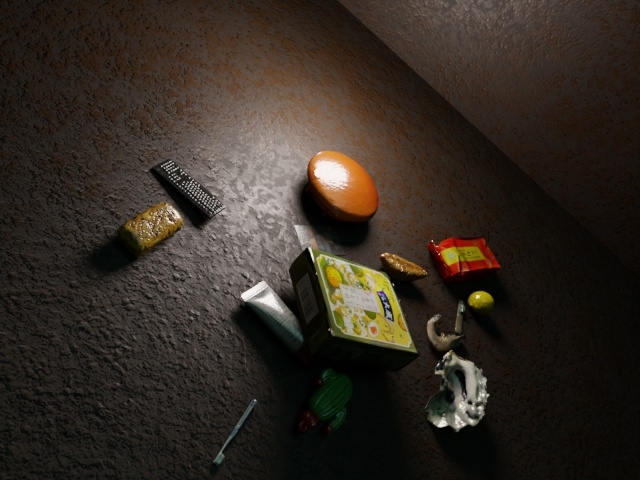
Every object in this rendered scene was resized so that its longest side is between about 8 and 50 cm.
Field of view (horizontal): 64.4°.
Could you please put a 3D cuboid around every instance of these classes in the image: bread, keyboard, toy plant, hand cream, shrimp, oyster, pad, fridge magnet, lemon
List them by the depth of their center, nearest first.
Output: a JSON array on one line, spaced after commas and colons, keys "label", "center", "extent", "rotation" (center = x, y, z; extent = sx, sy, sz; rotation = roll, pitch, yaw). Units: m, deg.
[{"label": "bread", "center": [-0.534, -0.038, 1.602], "extent": [0.114, 0.083, 0.211], "rotation": [48, 44, -4]}, {"label": "toy plant", "center": [0.023, 0.524, 1.613], "extent": [0.154, 0.088, 0.240], "rotation": [45, 48, -23]}, {"label": "hand cream", "center": [-0.128, 0.271, 1.682], "extent": [0.314, 0.089, 0.139], "rotation": [50, 34, 9]}, {"label": "keyboard", "center": [-0.425, -0.147, 1.794], "extent": [0.381, 0.041, 0.103], "rotation": [45, 43, -1]}, {"label": "oyster", "center": [0.520, 0.567, 1.955], "extent": [0.238, 0.115, 0.351], "rotation": [24, 42, -10]}, {"label": "pad", "center": [0.000, 0.000, 2.044], "extent": [0.211, 0.003, 0.143], "rotation": [0, 60, -38]}, {"label": "shrimp", "center": [0.521, 0.386, 2.133], "extent": [0.219, 0.046, 0.152], "rotation": [2, 62, -36]}, {"label": "bread", "center": [0.345, 0.126, 2.166], "extent": [0.233, 0.076, 0.105], "rotation": [21, 36, -16]}, {"label": "fridge magnet", "center": [0.094, -0.227, 2.175], "extent": [0.363, 0.155, 0.364], "rotation": [21, 48, -25]}, {"label": "lemon", "center": [0.737, 0.287, 2.328], "extent": [0.133, 0.109, 0.109], "rotation": [4, 57, -26]}]

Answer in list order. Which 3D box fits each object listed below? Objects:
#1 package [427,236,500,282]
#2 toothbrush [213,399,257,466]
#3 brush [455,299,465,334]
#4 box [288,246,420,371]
[{"label": "package", "center": [0.677, 0.087, 2.420], "extent": [0.423, 0.123, 0.196], "rotation": [-4, 60, -39]}, {"label": "toothbrush", "center": [-0.239, 0.542, 1.443], "extent": [0.019, 0.016, 0.219], "rotation": [42, 43, -7]}, {"label": "brush", "center": [0.627, 0.338, 2.263], "extent": [0.034, 0.027, 0.190], "rotation": [34, 45, -10]}, {"label": "box", "center": [0.114, 0.244, 1.779], "extent": [0.420, 0.138, 0.373], "rotation": [20, 37, -35]}]
